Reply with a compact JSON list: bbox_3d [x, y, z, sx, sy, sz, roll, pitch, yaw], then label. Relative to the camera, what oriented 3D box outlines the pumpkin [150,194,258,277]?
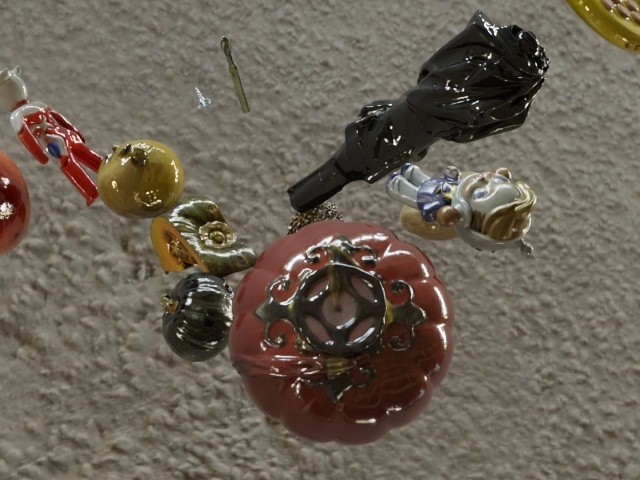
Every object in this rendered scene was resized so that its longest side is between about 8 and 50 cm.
[{"bbox_3d":[-0.277,0.029,1.754,0.139,0.190,0.280,-20,57,-33],"label":"pumpkin"}]

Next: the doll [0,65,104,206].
[{"bbox_3d":[-0.624,-0.247,1.728,0.384,0.099,0.188,49,20,-7],"label":"doll"}]

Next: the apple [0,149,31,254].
[{"bbox_3d":[-0.655,-0.054,1.382,0.293,0.163,0.251,-36,116,-37],"label":"apple"}]

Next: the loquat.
[{"bbox_3d":[-0.358,-0.126,1.500,0.172,0.204,0.149,-11,64,-13],"label":"loquat"}]

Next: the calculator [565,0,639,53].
[{"bbox_3d":[0.260,-0.274,0.742,0.146,0.032,0.234,10,52,-32],"label":"calculator"}]

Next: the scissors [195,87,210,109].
[{"bbox_3d":[-0.316,-0.379,1.997,0.006,0.036,0.083,43,16,-55],"label":"scissors"}]

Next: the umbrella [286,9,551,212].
[{"bbox_3d":[0.085,-0.113,0.802,0.118,0.340,0.118,28,47,-34],"label":"umbrella"}]

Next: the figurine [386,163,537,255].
[{"bbox_3d":[0.243,-0.062,1.339,0.275,0.133,0.194,7,33,20],"label":"figurine"}]

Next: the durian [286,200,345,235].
[{"bbox_3d":[0.000,0.000,1.698,0.148,0.091,0.188,-4,117,-48],"label":"durian"}]

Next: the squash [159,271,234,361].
[{"bbox_3d":[-0.248,0.157,1.536,0.156,0.193,0.193,4,70,-38],"label":"squash"}]

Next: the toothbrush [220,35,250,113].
[{"bbox_3d":[-0.212,-0.408,1.890,0.026,0.294,0.028,-17,66,-2],"label":"toothbrush"}]

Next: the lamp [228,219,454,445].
[{"bbox_3d":[0.028,0.119,1.010,0.304,0.257,0.302,-1,72,2],"label":"lamp"}]

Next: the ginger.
[{"bbox_3d":[0.261,-0.071,1.563,0.152,0.267,0.138,-46,116,-26],"label":"ginger"}]
